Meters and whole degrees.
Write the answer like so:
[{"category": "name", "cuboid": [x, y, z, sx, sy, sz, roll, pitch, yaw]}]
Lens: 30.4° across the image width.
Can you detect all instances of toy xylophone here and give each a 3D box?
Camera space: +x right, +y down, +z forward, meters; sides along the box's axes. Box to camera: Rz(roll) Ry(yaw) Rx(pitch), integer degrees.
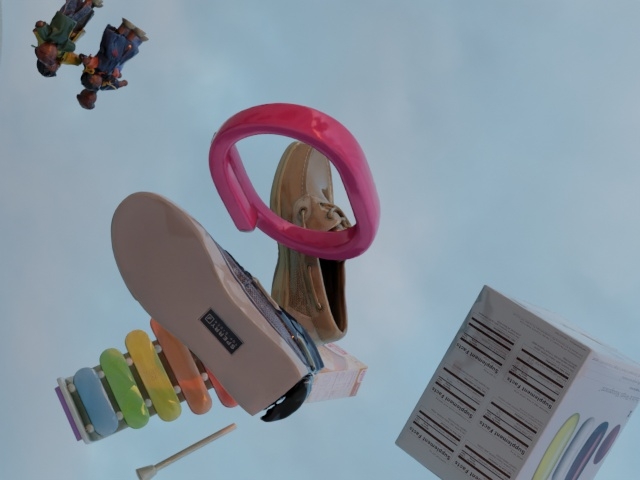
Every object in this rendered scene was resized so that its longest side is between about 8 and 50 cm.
[{"category": "toy xylophone", "cuboid": [-0.255, 0.245, 1.922, 0.236, 0.323, 0.081, 57, -21, 4]}]

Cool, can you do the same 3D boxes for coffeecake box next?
[{"category": "coffeecake box", "cuboid": [-0.027, 0.231, 2.168, 0.142, 0.185, 0.068, 32, -72, 34]}]

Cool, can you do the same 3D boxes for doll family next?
[{"category": "doll family", "cuboid": [-0.263, -0.211, 1.326, 0.076, 0.193, 0.111, 32, -90, 37]}]

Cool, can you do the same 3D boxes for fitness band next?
[{"category": "fitness band", "cuboid": [-0.033, -0.070, 1.545, 0.209, 0.291, 0.054, 4, -125, 21]}]

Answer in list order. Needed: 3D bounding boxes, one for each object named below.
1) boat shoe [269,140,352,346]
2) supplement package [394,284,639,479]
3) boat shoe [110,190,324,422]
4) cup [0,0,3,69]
[{"category": "boat shoe", "cuboid": [0.000, 0.000, 1.745, 0.110, 0.122, 0.341, -15, -119, 29]}, {"category": "supplement package", "cuboid": [0.228, 0.185, 1.299, 0.149, 0.194, 0.203, 34, -82, 37]}, {"category": "boat shoe", "cuboid": [-0.130, 0.082, 1.517, 0.127, 0.158, 0.340, -38, -97, 10]}, {"category": "cup", "cuboid": [-0.535, -0.320, 1.468, 0.237, 0.331, 0.331, -64, -144, 23]}]
